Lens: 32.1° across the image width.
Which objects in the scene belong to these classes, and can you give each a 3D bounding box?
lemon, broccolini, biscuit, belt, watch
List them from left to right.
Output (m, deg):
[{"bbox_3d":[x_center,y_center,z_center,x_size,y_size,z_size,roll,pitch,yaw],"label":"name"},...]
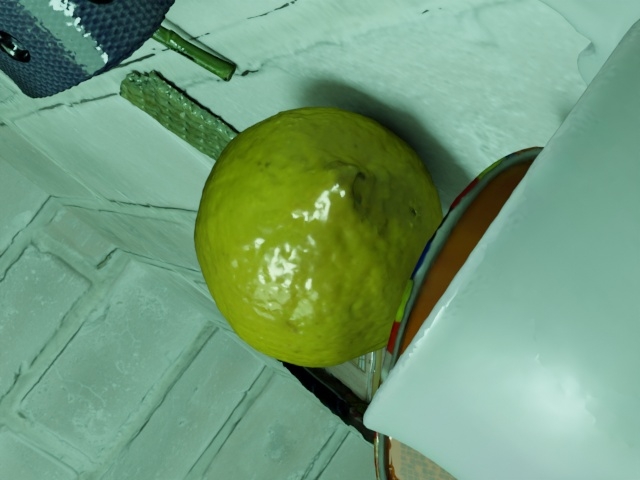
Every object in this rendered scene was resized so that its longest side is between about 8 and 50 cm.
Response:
[{"bbox_3d":[-0.195,-0.188,0.797,0.126,0.140,0.230,48,166,-24],"label":"belt"},{"bbox_3d":[-0.164,-0.194,0.923,0.218,0.042,0.044,29,-166,10],"label":"broccolini"},{"bbox_3d":[-0.125,-0.115,1.146,0.203,0.016,0.144,35,168,-1],"label":"biscuit"},{"bbox_3d":[0.000,0.000,0.829,0.188,0.188,0.257,34,160,10],"label":"lemon"},{"bbox_3d":[0.103,-0.017,0.380,0.196,0.231,0.244,36,171,10],"label":"watch"}]

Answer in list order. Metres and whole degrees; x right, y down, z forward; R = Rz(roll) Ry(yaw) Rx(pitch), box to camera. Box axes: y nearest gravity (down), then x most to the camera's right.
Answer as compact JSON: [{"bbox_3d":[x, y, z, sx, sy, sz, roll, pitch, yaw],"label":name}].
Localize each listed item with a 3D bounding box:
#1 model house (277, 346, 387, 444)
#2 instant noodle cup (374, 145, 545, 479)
[{"bbox_3d":[0.077,0.056,1.036,0.207,0.154,0.294,-6,-161,-26],"label":"model house"},{"bbox_3d":[0.174,0.088,0.592,0.192,0.250,0.250,17,159,35],"label":"instant noodle cup"}]
